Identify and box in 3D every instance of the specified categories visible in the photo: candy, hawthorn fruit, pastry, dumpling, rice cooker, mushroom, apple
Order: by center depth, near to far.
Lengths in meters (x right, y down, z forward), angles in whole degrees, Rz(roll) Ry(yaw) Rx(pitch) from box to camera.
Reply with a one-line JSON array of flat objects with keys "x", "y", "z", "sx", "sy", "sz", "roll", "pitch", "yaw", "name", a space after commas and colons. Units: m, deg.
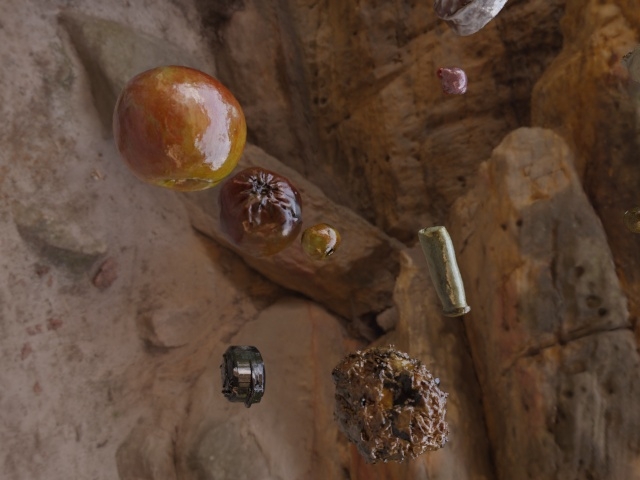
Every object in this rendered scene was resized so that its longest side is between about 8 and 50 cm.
[{"x": 0.125, "y": 0.343, "z": 1.112, "sx": 0.193, "sy": 0.275, "sz": 0.274, "roll": -34, "pitch": 107, "yaw": -37, "name": "pastry"}, {"x": -0.317, "y": -0.236, "z": 1.235, "sx": 0.301, "sy": 0.302, "sz": 0.301, "roll": -20, "pitch": 90, "yaw": -78, "name": "apple"}, {"x": 0.780, "y": -0.410, "z": 1.242, "sx": 0.136, "sy": 0.118, "sz": 0.199, "roll": 30, "pitch": 0, "yaw": -13, "name": "dumpling"}, {"x": -0.196, "y": 0.336, "z": 1.369, "sx": 0.165, "sy": 0.107, "sz": 0.112, "roll": -106, "pitch": -151, "yaw": -56, "name": "rice cooker"}, {"x": 0.427, "y": -0.713, "z": 1.481, "sx": 0.157, "sy": 0.289, "sz": 0.214, "roll": 20, "pitch": 19, "yaw": -32, "name": "candy"}, {"x": 0.000, "y": 0.000, "z": 1.609, "sx": 0.102, "sy": 0.114, "sz": 0.099, "roll": 50, "pitch": -4, "yaw": 16, "name": "apple"}, {"x": 0.398, "y": 0.103, "z": 1.738, "sx": 0.081, "sy": 0.100, "sz": 0.311, "roll": -35, "pitch": 110, "yaw": -52, "name": "mushroom"}, {"x": -0.207, "y": -0.079, "z": 1.842, "sx": 0.308, "sy": 0.309, "sz": 0.324, "roll": -91, "pitch": -170, "yaw": -57, "name": "hawthorn fruit"}]

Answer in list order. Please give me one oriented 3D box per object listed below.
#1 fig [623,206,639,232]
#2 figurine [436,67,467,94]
[{"x": 0.936, "y": -0.063, "z": 1.622, "sx": 0.082, "sy": 0.084, "sz": 0.098, "roll": 50, "pitch": -17, "yaw": -20, "name": "fig"}, {"x": 0.348, "y": -0.421, "z": 1.432, "sx": 0.083, "sy": 0.067, "sz": 0.071, "roll": 39, "pitch": 5, "yaw": -32, "name": "figurine"}]
